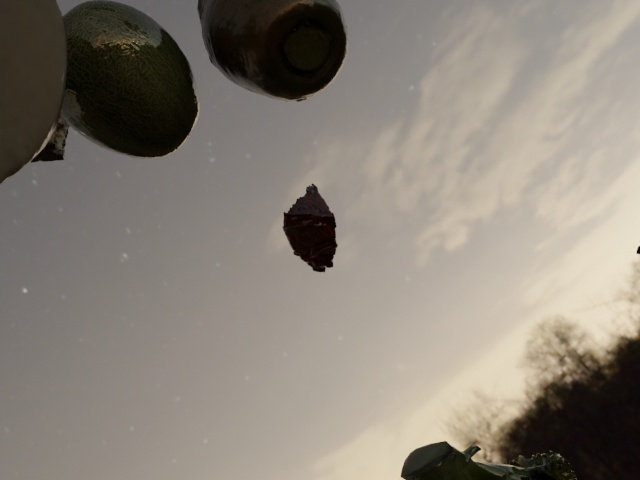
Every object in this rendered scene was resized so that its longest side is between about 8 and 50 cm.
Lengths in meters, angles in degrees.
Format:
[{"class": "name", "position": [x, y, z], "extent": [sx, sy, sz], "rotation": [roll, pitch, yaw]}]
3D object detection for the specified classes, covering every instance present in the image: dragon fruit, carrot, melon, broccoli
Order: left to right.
[{"class": "melon", "position": [-0.210, -0.168, 0.908], "extent": [0.139, 0.192, 0.139], "rotation": [-45, 15, 15]}, {"class": "carrot", "position": [-0.066, -0.233, 0.949], "extent": [0.139, 0.302, 0.138], "rotation": [-5, -70, -14]}, {"class": "dragon fruit", "position": [0.003, 0.000, 1.141], "extent": [0.097, 0.063, 0.131], "rotation": [-57, -31, -45]}, {"class": "broccoli", "position": [0.092, 0.175, 0.518], "extent": [0.131, 0.120, 0.130], "rotation": [-24, 10, 33]}]

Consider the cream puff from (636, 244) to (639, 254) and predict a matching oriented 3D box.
[{"class": "cream puff", "position": [0.405, -0.057, 0.827], "extent": [0.195, 0.194, 0.221], "rotation": [-30, -27, -26]}]

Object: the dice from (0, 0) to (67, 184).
[{"class": "dice", "position": [-0.369, -0.155, 0.696], "extent": [0.259, 0.243, 0.251], "rotation": [-51, -46, -45]}]

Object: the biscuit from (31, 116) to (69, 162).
[{"class": "biscuit", "position": [-0.468, -0.165, 1.254], "extent": [0.252, 0.106, 0.070], "rotation": [-4, -31, 13]}]
